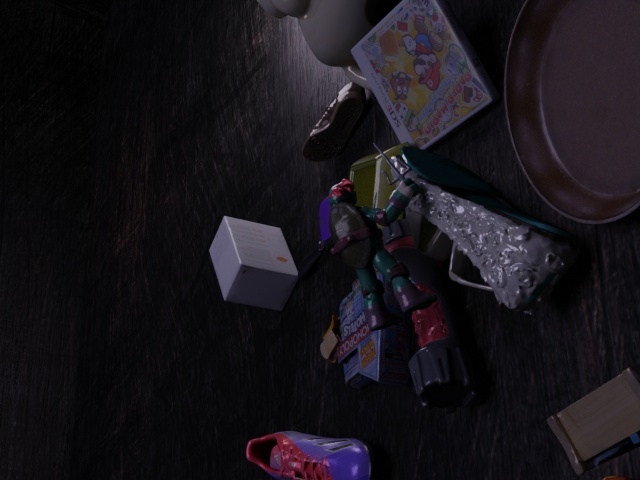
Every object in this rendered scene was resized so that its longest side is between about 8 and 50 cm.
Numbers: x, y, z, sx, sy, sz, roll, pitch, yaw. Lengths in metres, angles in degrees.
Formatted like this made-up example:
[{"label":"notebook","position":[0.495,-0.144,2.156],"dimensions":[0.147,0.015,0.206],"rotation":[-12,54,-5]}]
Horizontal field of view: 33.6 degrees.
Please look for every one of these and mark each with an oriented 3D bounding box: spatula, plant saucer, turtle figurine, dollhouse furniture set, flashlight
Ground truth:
[{"label":"spatula","position":[0.000,0.000,1.911],"dimensions":[0.296,0.030,0.084],"rotation":[115,156,-58]},{"label":"plant saucer","position":[0.085,-0.063,1.750],"dimensions":[0.188,0.045,0.189],"rotation":[172,104,-72]},{"label":"turtle figurine","position":[0.069,-0.002,1.457],"dimensions":[0.234,0.118,0.175],"rotation":[70,155,13]},{"label":"dollhouse furniture set","position":[0.351,0.220,1.062],"dimensions":[0.129,0.129,0.184],"rotation":[-48,63,46]},{"label":"flashlight","position":[0.145,0.100,1.519],"dimensions":[0.103,0.103,0.304],"rotation":[-23,44,15]},{"label":"plant saucer","position":[0.327,-0.176,1.256],"dimensions":[0.310,0.050,0.311],"rotation":[25,118,60]}]

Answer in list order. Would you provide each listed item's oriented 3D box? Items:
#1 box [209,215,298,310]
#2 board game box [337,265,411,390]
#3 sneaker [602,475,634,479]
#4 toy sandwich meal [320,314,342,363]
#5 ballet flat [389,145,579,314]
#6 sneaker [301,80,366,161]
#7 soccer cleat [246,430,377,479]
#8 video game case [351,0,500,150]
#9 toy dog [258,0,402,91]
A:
[{"label":"box","position":[-0.134,0.045,2.104],"dimensions":[0.091,0.130,0.170],"rotation":[-63,29,27]},{"label":"board game box","position":[0.082,0.157,1.687],"dimensions":[0.194,0.060,0.194],"rotation":[-45,40,49]},{"label":"sneaker","position":[0.316,0.341,1.139],"dimensions":[0.067,0.064,0.175],"rotation":[151,134,-83]},{"label":"toy sandwich meal","position":[0.027,0.167,1.831],"dimensions":[0.085,0.029,0.086],"rotation":[-37,47,54]},{"label":"ballet flat","position":[0.189,-0.018,1.440],"dimensions":[0.409,0.147,0.147],"rotation":[45,120,61]},{"label":"sneaker","position":[0.031,-0.222,1.978],"dimensions":[0.188,0.066,0.071],"rotation":[-46,23,41]},{"label":"soccer cleat","position":[-0.015,0.365,1.731],"dimensions":[0.318,0.116,0.109],"rotation":[-8,72,64]},{"label":"video game case","position":[0.155,-0.258,1.633],"dimensions":[0.206,0.026,0.227],"rotation":[61,146,4]},{"label":"toy dog","position":[0.083,-0.479,1.721],"dimensions":[0.408,0.284,0.396],"rotation":[-38,59,54]}]
